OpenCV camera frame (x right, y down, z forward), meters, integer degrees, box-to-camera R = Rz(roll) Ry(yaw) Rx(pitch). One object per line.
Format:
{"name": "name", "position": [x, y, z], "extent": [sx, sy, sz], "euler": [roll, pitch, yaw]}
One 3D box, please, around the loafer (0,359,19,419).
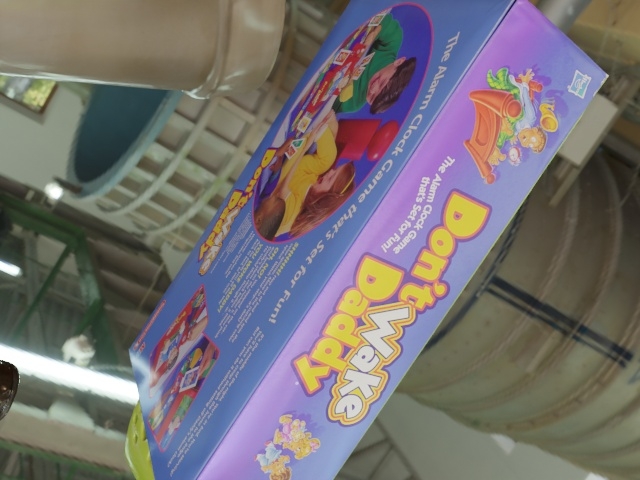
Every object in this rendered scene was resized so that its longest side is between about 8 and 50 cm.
{"name": "loafer", "position": [-0.421, 0.157, 0.796], "extent": [0.220, 0.080, 0.078], "euler": [-5, 155, 19]}

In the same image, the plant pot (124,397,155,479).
{"name": "plant pot", "position": [-0.144, 0.266, 1.125], "extent": [0.228, 0.207, 0.227], "euler": [0, -164, -34]}

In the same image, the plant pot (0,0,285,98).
{"name": "plant pot", "position": [-0.230, -0.292, 0.781], "extent": [0.280, 0.323, 0.323], "euler": [-15, -146, -25]}

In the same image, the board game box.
{"name": "board game box", "position": [0.000, 0.000, 0.519], "extent": [0.078, 0.347, 0.233], "euler": [31, -174, -25]}
